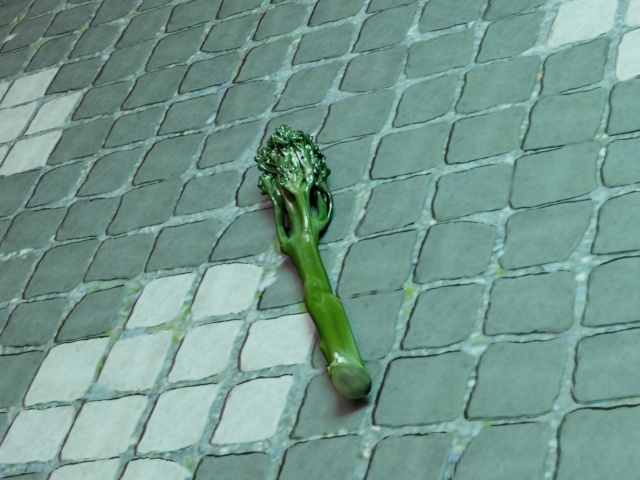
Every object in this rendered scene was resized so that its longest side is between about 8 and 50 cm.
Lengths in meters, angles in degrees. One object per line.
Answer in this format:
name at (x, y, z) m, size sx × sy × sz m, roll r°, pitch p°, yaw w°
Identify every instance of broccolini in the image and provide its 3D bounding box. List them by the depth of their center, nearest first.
broccolini at (-0.006, 0.001, 1.316) m, size 0.079 × 0.074 × 0.392 m, roll -34°, pitch 32°, yaw 8°
